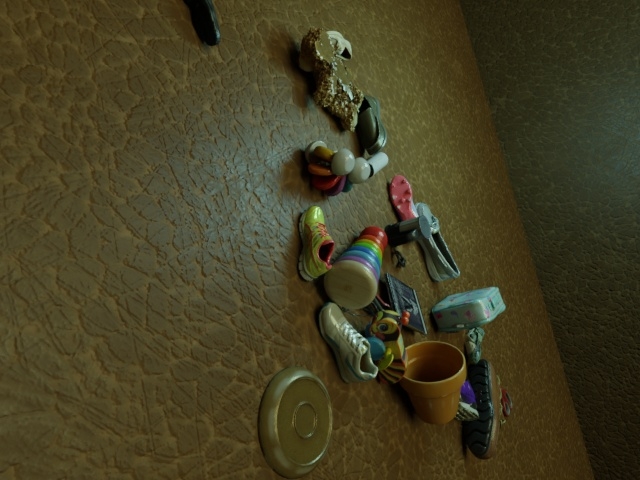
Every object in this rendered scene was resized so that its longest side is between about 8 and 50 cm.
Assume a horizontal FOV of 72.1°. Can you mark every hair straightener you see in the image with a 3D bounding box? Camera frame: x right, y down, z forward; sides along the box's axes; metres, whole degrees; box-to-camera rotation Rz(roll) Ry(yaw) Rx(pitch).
[{"bbox_3d":[0.177,0.213,1.322,0.230,0.047,0.089,55,41,-31],"label":"hair straightener"}]

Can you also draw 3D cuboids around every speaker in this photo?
[{"bbox_3d":[0.187,-0.263,1.522,0.136,0.055,0.055,-42,110,-51],"label":"speaker"}]

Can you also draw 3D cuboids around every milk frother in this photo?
[{"bbox_3d":[0.307,0.005,1.502,0.143,0.135,0.129,53,42,-24],"label":"milk frother"}]

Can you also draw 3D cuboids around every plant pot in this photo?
[{"bbox_3d":[-0.042,0.403,0.986,0.236,0.032,0.236,24,58,-46],"label":"plant pot"},{"bbox_3d":[0.343,0.443,1.340,0.205,0.205,0.188,-38,122,-51],"label":"plant pot"}]

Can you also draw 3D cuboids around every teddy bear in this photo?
[{"bbox_3d":[0.031,-0.499,1.396,0.338,0.113,0.245,29,62,-52],"label":"teddy bear"}]

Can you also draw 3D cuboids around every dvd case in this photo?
[{"bbox_3d":[0.281,0.211,1.443,0.221,0.018,0.164,31,40,-47],"label":"dvd case"}]

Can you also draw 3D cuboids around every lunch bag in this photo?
[{"bbox_3d":[0.563,0.258,1.652,0.279,0.224,0.108,-14,87,-54],"label":"lunch bag"}]

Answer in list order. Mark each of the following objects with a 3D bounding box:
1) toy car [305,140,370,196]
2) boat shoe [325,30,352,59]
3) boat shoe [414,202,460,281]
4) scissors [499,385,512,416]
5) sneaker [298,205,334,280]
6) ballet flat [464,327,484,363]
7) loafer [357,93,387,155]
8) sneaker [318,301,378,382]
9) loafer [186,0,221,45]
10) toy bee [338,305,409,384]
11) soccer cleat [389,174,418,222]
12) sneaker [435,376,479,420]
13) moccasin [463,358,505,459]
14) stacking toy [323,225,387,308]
[{"bbox_3d":[0.038,-0.194,1.254,0.182,0.159,0.136,16,98,-48],"label":"toy car"},{"bbox_3d":[0.060,-0.668,1.516,0.170,0.063,0.059,-6,75,-53],"label":"boat shoe"},{"bbox_3d":[0.444,0.000,1.703,0.118,0.103,0.320,-16,89,-53],"label":"boat shoe"},{"bbox_3d":[0.793,0.652,1.961,0.109,0.021,0.297,-42,108,-48],"label":"scissors"},{"bbox_3d":[0.000,0.000,1.148,0.081,0.094,0.208,23,57,-44],"label":"sneaker"},{"bbox_3d":[0.627,0.425,1.814,0.070,0.070,0.188,58,37,-18],"label":"ballet flat"},{"bbox_3d":[0.162,-0.407,1.530,0.087,0.094,0.251,20,51,-40],"label":"loafer"},{"bbox_3d":[0.073,0.259,1.139,0.087,0.092,0.229,-36,103,-50],"label":"sneaker"},{"bbox_3d":[-0.272,-0.547,1.050,0.061,0.062,0.170,-26,98,-58],"label":"loafer"},{"bbox_3d":[0.182,0.265,1.205,0.298,0.162,0.195,49,33,-34],"label":"toy bee"},{"bbox_3d":[0.317,-0.119,1.627,0.095,0.083,0.248,7,62,-82],"label":"soccer cleat"},{"bbox_3d":[0.461,0.509,1.538,0.293,0.102,0.146,49,38,-35],"label":"sneaker"},{"bbox_3d":[0.624,0.642,1.665,0.147,0.139,0.380,46,35,-19],"label":"moccasin"},{"bbox_3d":[0.119,0.051,1.253,0.141,0.141,0.330,61,27,-15],"label":"stacking toy"}]
